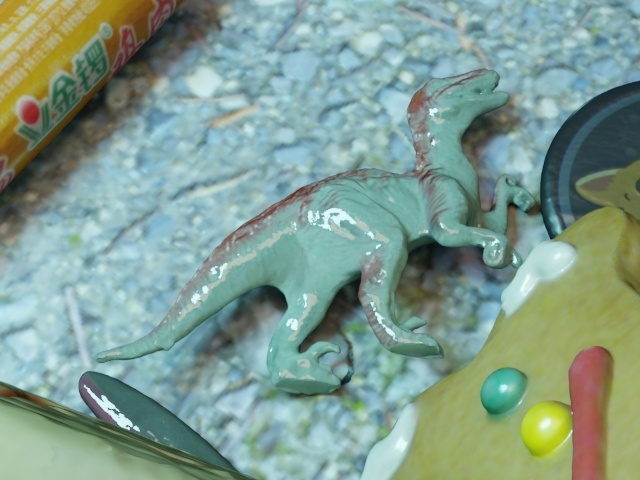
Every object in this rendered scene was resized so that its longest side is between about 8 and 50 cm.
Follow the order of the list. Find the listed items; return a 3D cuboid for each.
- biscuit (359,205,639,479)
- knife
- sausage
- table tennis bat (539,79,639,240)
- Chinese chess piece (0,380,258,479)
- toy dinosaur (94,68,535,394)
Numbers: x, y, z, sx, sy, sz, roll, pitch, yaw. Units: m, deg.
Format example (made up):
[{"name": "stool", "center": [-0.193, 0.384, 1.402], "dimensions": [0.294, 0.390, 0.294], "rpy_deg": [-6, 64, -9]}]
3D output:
[{"name": "biscuit", "center": [0.111, 0.086, 0.532], "dimensions": [0.047, 0.340, 0.216], "rpy_deg": [35, 96, -20]}, {"name": "knife", "center": [-0.016, 0.133, 0.682], "dimensions": [0.247, 0.018, 0.035], "rpy_deg": [34, 62, 14]}, {"name": "sausage", "center": [-0.163, -0.080, 0.766], "dimensions": [0.071, 0.071, 0.234], "rpy_deg": [32, 65, 16]}, {"name": "table tennis bat", "center": [0.231, -0.034, 0.774], "dimensions": [0.236, 0.027, 0.150], "rpy_deg": [-17, 62, -7]}, {"name": "Chinese chess piece", "center": [-0.141, 0.111, 0.510], "dimensions": [0.338, 0.338, 0.141], "rpy_deg": [21, 82, 11]}, {"name": "toy dinosaur", "center": [0.000, 0.000, 0.734], "dimensions": [0.242, 0.053, 0.167], "rpy_deg": [-13, 60, -8]}]
